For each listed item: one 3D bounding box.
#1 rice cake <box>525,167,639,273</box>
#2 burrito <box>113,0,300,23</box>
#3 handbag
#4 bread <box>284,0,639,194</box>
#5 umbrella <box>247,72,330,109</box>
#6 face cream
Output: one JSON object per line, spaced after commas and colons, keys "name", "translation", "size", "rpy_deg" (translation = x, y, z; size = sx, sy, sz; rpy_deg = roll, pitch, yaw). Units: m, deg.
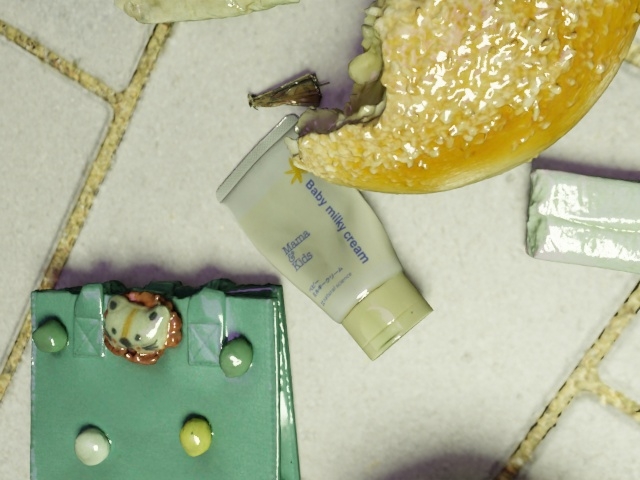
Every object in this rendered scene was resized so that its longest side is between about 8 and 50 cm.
{"name": "rice cake", "translation": [0.273, -0.006, 0.438], "size": [0.221, 0.042, 0.080], "rpy_deg": [9, 103, 13]}
{"name": "burrito", "translation": [-0.107, -0.232, 0.511], "size": [0.188, 0.045, 0.058], "rpy_deg": [0, 90, 17]}
{"name": "handbag", "translation": [-0.160, 0.176, 0.545], "size": [0.268, 0.100, 0.275], "rpy_deg": [1, 97, 16]}
{"name": "bread", "translation": [0.116, -0.154, 0.397], "size": [0.192, 0.171, 0.314], "rpy_deg": [31, 104, 13]}
{"name": "umbrella", "translation": [-0.029, -0.134, 0.517], "size": [0.083, 0.020, 0.031], "rpy_deg": [-11, 133, 16]}
{"name": "face cream", "translation": [0.000, 0.000, 0.508], "size": [0.114, 0.070, 0.224], "rpy_deg": [-44, 76, 15]}
